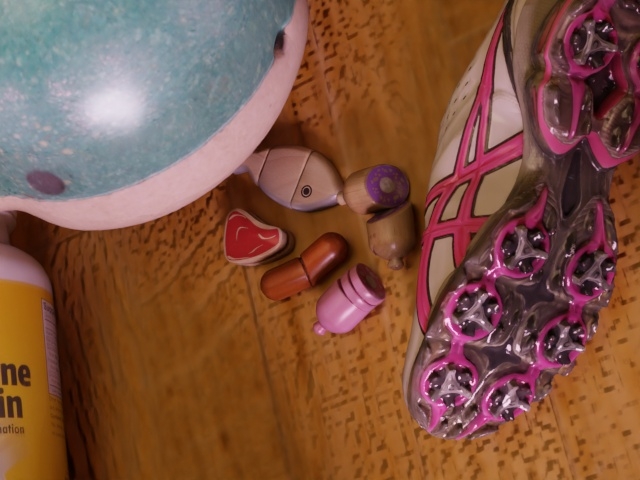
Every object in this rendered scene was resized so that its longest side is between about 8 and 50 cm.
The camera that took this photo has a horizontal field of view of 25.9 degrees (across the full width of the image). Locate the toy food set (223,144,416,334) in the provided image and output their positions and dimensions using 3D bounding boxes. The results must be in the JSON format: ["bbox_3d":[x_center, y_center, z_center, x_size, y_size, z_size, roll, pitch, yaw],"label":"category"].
[{"bbox_3d":[0.000,0.000,0.595,0.122,0.019,0.078,14,88,35],"label":"toy food set"}]

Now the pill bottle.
[{"bbox_3d":[-0.173,0.062,0.647,0.103,0.103,0.184,-18,72,30],"label":"pill bottle"}]

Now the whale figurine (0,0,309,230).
[{"bbox_3d":[-0.143,-0.108,0.604,0.272,0.141,0.216,10,63,24],"label":"whale figurine"}]

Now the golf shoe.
[{"bbox_3d":[0.074,-0.015,0.531,0.086,0.067,0.186,33,103,63],"label":"golf shoe"}]
